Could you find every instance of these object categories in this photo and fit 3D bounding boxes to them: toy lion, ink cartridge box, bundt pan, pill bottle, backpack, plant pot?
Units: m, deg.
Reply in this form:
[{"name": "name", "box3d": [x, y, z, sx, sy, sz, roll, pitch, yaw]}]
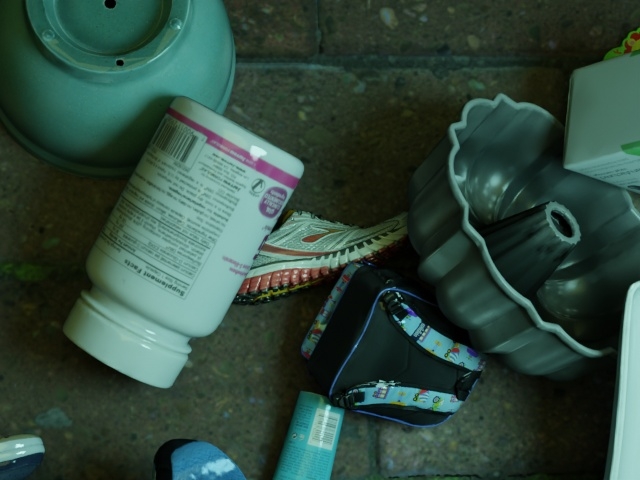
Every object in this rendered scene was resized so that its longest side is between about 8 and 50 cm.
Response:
[{"name": "toy lion", "box3d": [0.383, -0.211, 1.923, 0.100, 0.034, 0.096, -2, 70, -7]}, {"name": "ink cartridge box", "box3d": [0.446, -0.114, 1.761, 0.289, 0.211, 0.121, 16, 74, -30]}, {"name": "bundt pan", "box3d": [0.221, 0.009, 1.742, 0.331, 0.124, 0.331, 26, 45, -29]}, {"name": "pill bottle", "box3d": [-0.150, 0.003, 1.709, 0.160, 0.160, 0.283, 29, 93, 1]}, {"name": "backpack", "box3d": [0.090, 0.118, 1.752, 0.173, 0.117, 0.158, 20, 103, -31]}, {"name": "plant pot", "box3d": [-0.233, -0.235, 1.767, 0.293, 0.196, 0.293, 2, 75, -7]}]

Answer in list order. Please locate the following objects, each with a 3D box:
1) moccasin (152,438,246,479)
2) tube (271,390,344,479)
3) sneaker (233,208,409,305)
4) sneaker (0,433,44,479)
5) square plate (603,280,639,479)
[{"name": "moccasin", "box3d": [-0.091, 0.360, 1.672, 0.138, 0.117, 0.342, -14, 101, -23]}, {"name": "tube", "box3d": [-0.023, 0.270, 1.747, 0.080, 0.052, 0.207, 15, 81, 6]}, {"name": "sneaker", "box3d": [0.000, 0.000, 1.793, 0.225, 0.088, 0.092, -14, 77, -10]}, {"name": "sneaker", "box3d": [-0.393, 0.320, 1.659, 0.282, 0.099, 0.153, -27, 76, -5]}, {"name": "square plate", "box3d": [0.432, 0.182, 1.706, 0.347, 0.049, 0.344, -7, 109, -29]}]
